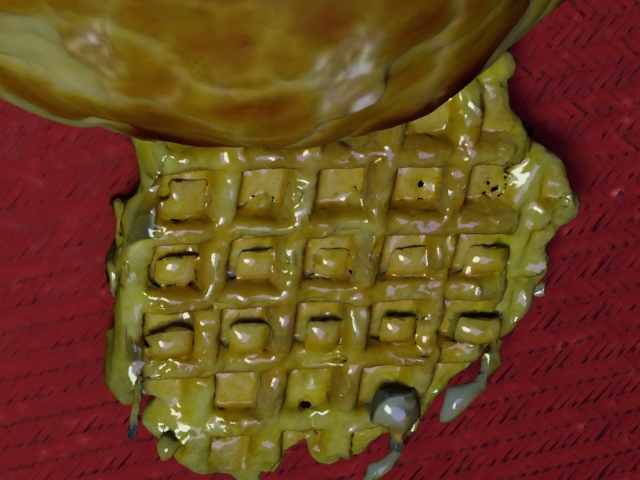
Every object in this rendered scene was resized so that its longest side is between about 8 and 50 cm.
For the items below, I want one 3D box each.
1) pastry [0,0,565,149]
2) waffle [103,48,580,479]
[{"bbox_3d":[-0.037,-0.209,0.743,0.389,0.312,0.388,-10,125,-15],"label":"pastry"},{"bbox_3d":[-0.001,-0.001,1.031,0.280,0.060,0.262,-38,120,7],"label":"waffle"}]
